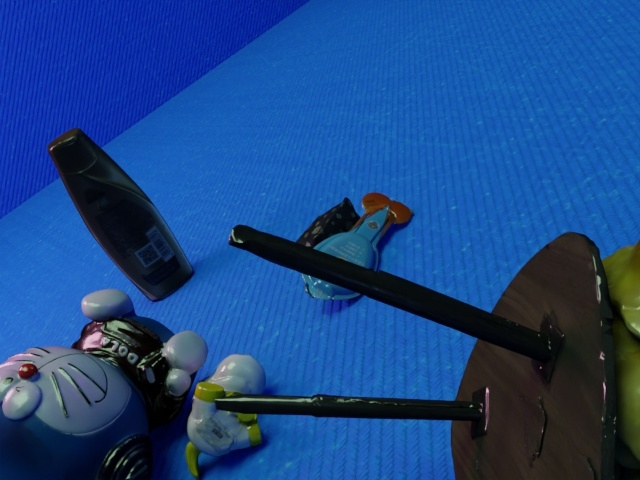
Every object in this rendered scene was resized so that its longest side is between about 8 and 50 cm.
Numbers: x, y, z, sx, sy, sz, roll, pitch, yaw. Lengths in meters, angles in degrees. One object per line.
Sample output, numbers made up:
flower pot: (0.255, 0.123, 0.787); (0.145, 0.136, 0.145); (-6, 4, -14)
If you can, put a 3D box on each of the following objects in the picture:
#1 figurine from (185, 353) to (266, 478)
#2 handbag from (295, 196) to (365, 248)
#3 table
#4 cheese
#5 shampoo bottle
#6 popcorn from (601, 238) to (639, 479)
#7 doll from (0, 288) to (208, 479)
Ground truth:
figurine: (-0.132, 0.210, 0.926); (0.129, 0.109, 0.178); (-47, 18, 17)
handbag: (0.000, 0.000, 1.192); (0.139, 0.072, 0.115); (-20, 27, 50)
table: (0.041, 0.123, 0.537); (0.249, 0.317, 0.317); (8, 29, -5)
cheese: (0.058, 0.008, 1.102); (0.106, 0.037, 0.256); (30, 50, 14)
shampoo bottle: (-0.375, -0.048, 1.329); (0.125, 0.350, 0.084); (-39, 27, -14)
popcorn: (0.320, 0.118, 0.470); (0.265, 0.225, 0.332); (-16, 37, -4)
doll: (-0.313, 0.230, 0.922); (0.284, 0.240, 0.310); (15, 29, 21)
